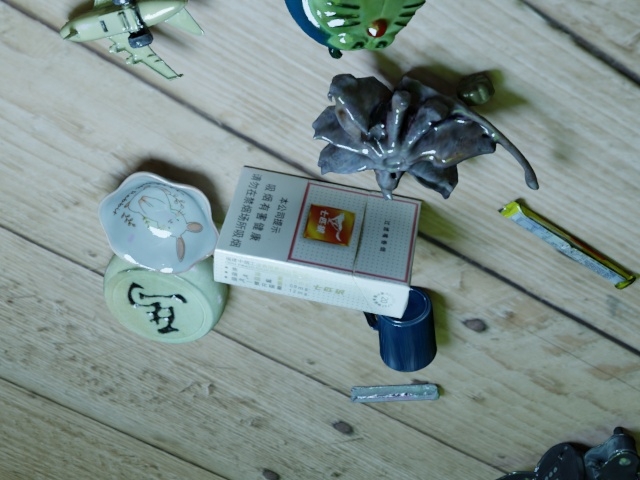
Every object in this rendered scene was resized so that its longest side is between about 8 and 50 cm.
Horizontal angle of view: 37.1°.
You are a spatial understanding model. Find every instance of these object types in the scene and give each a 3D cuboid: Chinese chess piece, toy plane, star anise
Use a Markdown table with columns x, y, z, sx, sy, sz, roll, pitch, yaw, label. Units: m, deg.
| x | y | z | sx | sy | sz | roll | pitch | yaw | label |
| --- | --- | --- | --- | --- | --- | --- | --- | --- | --- |
| -0.313 | 0.101 | 1.922 | 0.250 | 0.101 | 0.250 | 7 | 136 | 7 | Chinese chess piece |
| -0.302 | -0.341 | 1.462 | 0.244 | 0.092 | 0.229 | -10 | 117 | 19 | toy plane |
| 0.139 | -0.164 | 1.522 | 0.316 | 0.139 | 0.359 | -8 | 145 | 42 | star anise |

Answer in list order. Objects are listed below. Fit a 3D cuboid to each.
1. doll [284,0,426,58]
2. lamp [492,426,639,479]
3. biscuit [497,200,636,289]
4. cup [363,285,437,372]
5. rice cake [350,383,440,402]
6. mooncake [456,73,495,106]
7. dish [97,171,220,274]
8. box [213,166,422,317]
| x | y | z | sx | sy | sz | roll | pitch | yaw | label |
| --- | --- | --- | --- | --- | --- | --- | --- | --- | --- |
| 0.055 | -0.388 | 1.260 | 0.199 | 0.186 | 0.321 | -2 | 126 | -30 | doll |
| 0.603 | 0.592 | 2.134 | 0.272 | 0.205 | 0.374 | 39 | 121 | -20 | lamp |
| 0.441 | 0.012 | 1.696 | 0.292 | 0.026 | 0.048 | 30 | 139 | -17 | biscuit |
| 0.151 | 0.171 | 1.872 | 0.150 | 0.113 | 0.138 | 1 | 134 | 11 | cup |
| 0.161 | 0.338 | 2.105 | 0.208 | 0.033 | 0.033 | -6 | 144 | 21 | rice cake |
| 0.353 | -0.275 | 1.381 | 0.347 | 0.150 | 0.057 | -36 | 129 | 22 | mooncake |
| -0.292 | -0.047 | 1.766 | 0.230 | 0.081 | 0.229 | 3 | 126 | 4 | dish |
| 0.000 | 0.000 | 1.657 | 0.330 | 0.210 | 0.095 | 12 | 138 | 2 | box |
